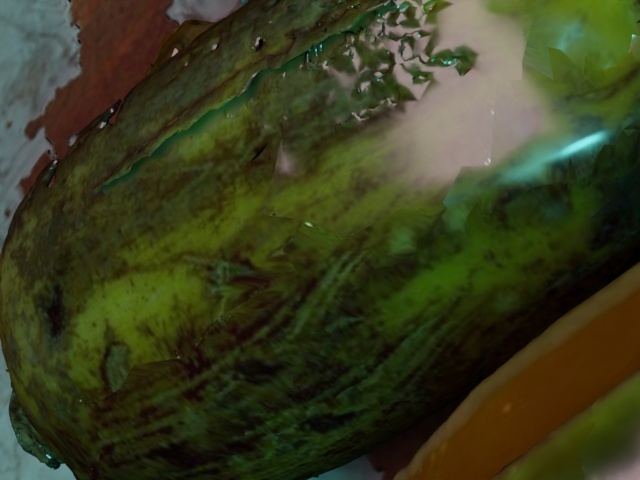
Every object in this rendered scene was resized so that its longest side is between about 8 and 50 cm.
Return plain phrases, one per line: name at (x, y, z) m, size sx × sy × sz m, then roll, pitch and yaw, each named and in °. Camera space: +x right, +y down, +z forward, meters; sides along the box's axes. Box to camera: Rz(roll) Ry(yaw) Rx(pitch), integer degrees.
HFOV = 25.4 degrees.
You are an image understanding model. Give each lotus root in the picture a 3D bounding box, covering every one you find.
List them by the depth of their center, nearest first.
lotus root at (0.000, 0.000, 0.589) m, size 0.397 × 0.196 × 0.179 m, roll -31°, pitch 75°, yaw 35°

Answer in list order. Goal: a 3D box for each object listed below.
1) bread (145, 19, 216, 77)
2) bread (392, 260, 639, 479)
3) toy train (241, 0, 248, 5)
bread at (-0.042, -0.076, 0.727) m, size 0.110 × 0.060 × 0.066 m, roll 17°, pitch 118°, yaw 34°
bread at (0.181, 0.151, 0.419) m, size 0.300 × 0.210 × 0.341 m, roll -36°, pitch 77°, yaw 29°
toy train at (0.017, -0.188, 0.647) m, size 0.203 × 0.163 × 0.112 m, roll -31°, pitch 66°, yaw 26°
